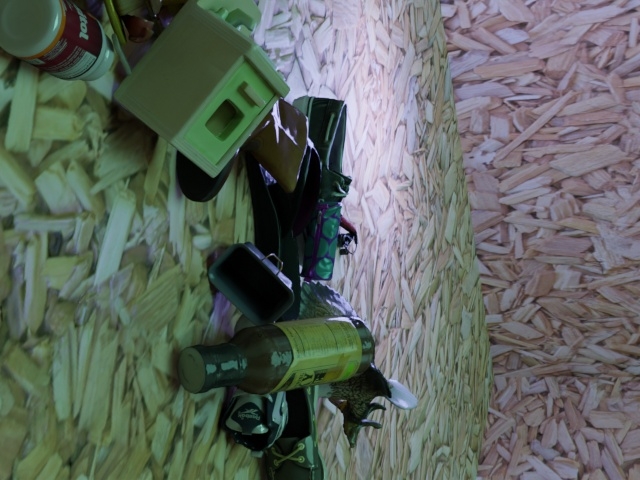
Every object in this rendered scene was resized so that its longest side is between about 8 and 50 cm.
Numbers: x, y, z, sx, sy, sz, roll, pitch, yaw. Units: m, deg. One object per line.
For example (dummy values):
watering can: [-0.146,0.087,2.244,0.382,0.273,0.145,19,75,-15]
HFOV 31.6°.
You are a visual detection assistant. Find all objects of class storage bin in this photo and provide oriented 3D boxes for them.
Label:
storage bin: [-0.101,0.058,1.831,0.135,0.098,0.091,44,14,-4]

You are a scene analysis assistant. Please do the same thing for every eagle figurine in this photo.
eagle figurine: [0.048,0.246,2.189,0.225,0.226,0.298,-39,133,-43]

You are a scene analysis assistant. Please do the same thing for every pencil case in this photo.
pencil case: [0.000,0.000,2.112,0.070,0.064,0.152,-19,118,-67]

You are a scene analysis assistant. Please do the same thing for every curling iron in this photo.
curling iron: [0.033,-0.039,2.410,0.274,0.035,0.068,52,39,-62]

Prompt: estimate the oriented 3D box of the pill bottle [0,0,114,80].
pill bottle: [-0.302,-0.234,1.304,0.152,0.086,0.086,22,67,-71]

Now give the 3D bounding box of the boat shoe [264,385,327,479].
boat shoe: [-0.053,0.351,1.987,0.091,0.109,0.305,46,39,-64]

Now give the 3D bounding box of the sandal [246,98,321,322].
sandal: [-0.051,-0.072,2.033,0.167,0.107,0.446,-23,109,-71]

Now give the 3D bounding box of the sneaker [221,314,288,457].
sneaker: [-0.107,0.245,1.840,0.153,0.094,0.235,-70,163,-68]

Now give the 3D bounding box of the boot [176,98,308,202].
boot: [-0.117,-0.142,1.819,0.280,0.096,0.264,44,47,-60]

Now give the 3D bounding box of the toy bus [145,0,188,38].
toy bus: [-0.179,-0.361,1.672,0.191,0.104,0.202,10,79,-72]

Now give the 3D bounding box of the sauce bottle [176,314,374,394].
sauce bottle: [-0.068,0.182,1.768,0.344,0.111,0.111,-3,91,-42]

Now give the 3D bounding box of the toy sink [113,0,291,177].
toy sink: [-0.139,-0.227,1.556,0.234,0.131,0.153,-51,156,-2]

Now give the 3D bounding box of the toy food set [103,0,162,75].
toy food set: [-0.240,-0.322,1.434,0.128,0.071,0.218,87,-12,-73]

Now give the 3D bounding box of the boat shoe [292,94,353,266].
boat shoe: [0.002,-0.117,2.183,0.121,0.119,0.335,5,85,-73]
